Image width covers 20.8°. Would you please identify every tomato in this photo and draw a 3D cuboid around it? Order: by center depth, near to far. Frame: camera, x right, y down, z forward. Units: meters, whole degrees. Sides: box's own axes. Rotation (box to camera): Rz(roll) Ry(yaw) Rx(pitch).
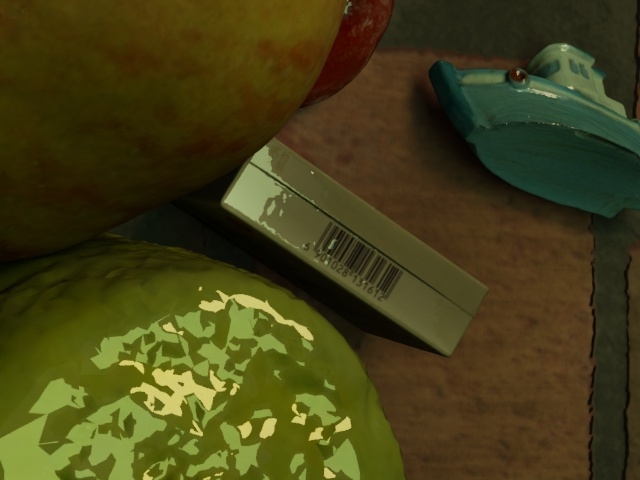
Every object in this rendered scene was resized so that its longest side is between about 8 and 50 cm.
[{"bbox_3d":[-0.009,-0.171,1.213,0.139,0.091,0.159,29,76,-25],"label":"tomato"}]

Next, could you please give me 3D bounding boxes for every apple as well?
[{"bbox_3d":[-0.180,-0.185,0.956,0.400,0.333,0.400,2,98,16],"label":"apple"}]

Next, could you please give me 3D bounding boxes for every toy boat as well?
[{"bbox_3d":[0.176,-0.092,1.322,0.215,0.088,0.102,17,49,-25],"label":"toy boat"}]

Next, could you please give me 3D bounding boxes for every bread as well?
[{"bbox_3d":[-0.132,0.165,1.035,0.348,0.308,0.348,-1,92,-23],"label":"bread"}]

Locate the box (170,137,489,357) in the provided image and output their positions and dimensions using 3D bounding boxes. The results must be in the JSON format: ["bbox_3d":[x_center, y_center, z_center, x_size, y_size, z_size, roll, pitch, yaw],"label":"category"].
[{"bbox_3d":[0.000,0.000,1.192,0.201,0.141,0.058,33,82,-21],"label":"box"}]
